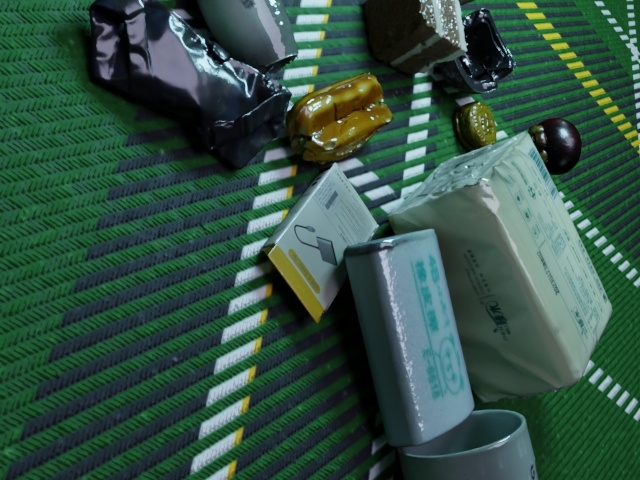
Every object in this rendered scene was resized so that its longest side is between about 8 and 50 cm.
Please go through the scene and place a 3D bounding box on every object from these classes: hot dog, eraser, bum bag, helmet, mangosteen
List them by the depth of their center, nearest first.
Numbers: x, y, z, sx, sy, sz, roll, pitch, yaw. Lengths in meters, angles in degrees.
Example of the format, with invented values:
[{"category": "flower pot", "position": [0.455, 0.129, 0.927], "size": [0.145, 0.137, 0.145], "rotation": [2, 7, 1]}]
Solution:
[{"category": "bum bag", "position": [-0.167, -0.205, 1.090], "size": [0.310, 0.074, 0.137], "rotation": [30, 75, -33]}, {"category": "eraser", "position": [0.133, 0.134, 1.246], "size": [0.189, 0.104, 0.290], "rotation": [-16, 93, -59]}, {"category": "hot dog", "position": [0.034, -0.190, 1.326], "size": [0.269, 0.072, 0.115], "rotation": [-30, 96, -53]}, {"category": "helmet", "position": [0.292, -0.366, 1.696], "size": [0.177, 0.107, 0.153], "rotation": [-39, 108, -31]}, {"category": "mangosteen", "position": [0.506, -0.210, 1.871], "size": [0.140, 0.140, 0.140], "rotation": [25, 55, -42]}]

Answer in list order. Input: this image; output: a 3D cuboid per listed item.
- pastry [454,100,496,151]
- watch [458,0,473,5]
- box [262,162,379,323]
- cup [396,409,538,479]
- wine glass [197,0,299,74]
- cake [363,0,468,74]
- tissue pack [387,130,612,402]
[{"category": "pastry", "position": [0.309, -0.227, 1.688], "size": [0.109, 0.057, 0.097], "rotation": [-29, 102, -50]}, {"category": "watch", "position": [0.255, -0.547, 1.614], "size": [0.241, 0.253, 0.162], "rotation": [-111, 178, -89]}, {"category": "box", "position": [0.000, 0.000, 1.229], "size": [0.129, 0.033, 0.247], "rotation": [56, 40, -18]}, {"category": "cup", "position": [0.230, 0.376, 1.240], "size": [0.258, 0.186, 0.234], "rotation": [-38, 114, -79]}, {"category": "wine glass", "position": [-0.111, -0.331, 1.186], "size": [0.111, 0.111, 0.204], "rotation": [-30, 96, -52]}, {"category": "cake", "position": [0.175, -0.391, 1.536], "size": [0.147, 0.135, 0.135], "rotation": [8, 68, -43]}, {"category": "tissue pack", "position": [0.315, 0.042, 1.444], "size": [0.297, 0.207, 0.380], "rotation": [-37, 103, -53]}]
